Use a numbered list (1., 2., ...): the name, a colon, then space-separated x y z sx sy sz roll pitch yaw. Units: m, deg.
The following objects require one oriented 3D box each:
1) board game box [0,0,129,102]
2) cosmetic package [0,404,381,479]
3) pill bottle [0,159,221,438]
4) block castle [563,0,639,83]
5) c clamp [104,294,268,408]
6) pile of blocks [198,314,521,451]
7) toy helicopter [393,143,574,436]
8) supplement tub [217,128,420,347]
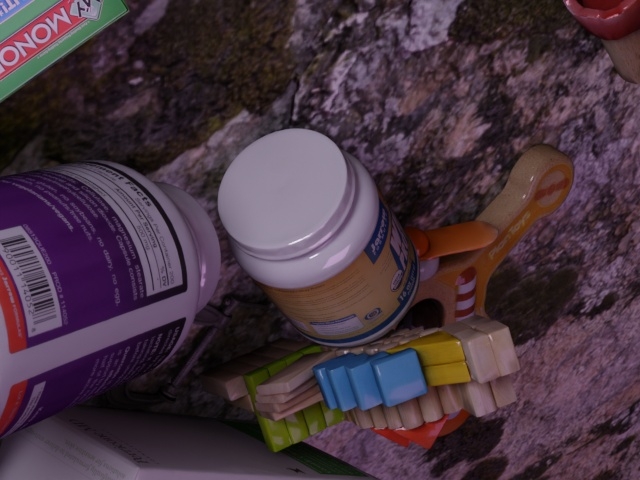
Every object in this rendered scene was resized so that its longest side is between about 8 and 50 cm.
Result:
1. board game box: -0.303 -0.139 0.789 0.317 0.046 0.213 -37 128 -10
2. cosmetic package: -0.132 0.271 1.288 0.365 0.197 0.155 17 92 -51
3. pill bottle: -0.214 0.039 0.965 0.323 0.181 0.181 -20 144 -60
4. block castle: 0.476 -0.296 1.190 0.453 0.303 0.213 -44 144 2
5. c clamp: -0.138 0.113 1.292 0.160 0.022 0.137 -50 144 11
6. pile of blocks: 0.036 0.160 1.251 0.149 0.362 0.112 -28 103 -47
7. toy helicopter: 0.146 0.024 1.406 0.355 0.140 0.235 -48 137 -9
8. supplement tub: 0.000 0.000 1.195 0.144 0.144 0.199 -40 145 -2
